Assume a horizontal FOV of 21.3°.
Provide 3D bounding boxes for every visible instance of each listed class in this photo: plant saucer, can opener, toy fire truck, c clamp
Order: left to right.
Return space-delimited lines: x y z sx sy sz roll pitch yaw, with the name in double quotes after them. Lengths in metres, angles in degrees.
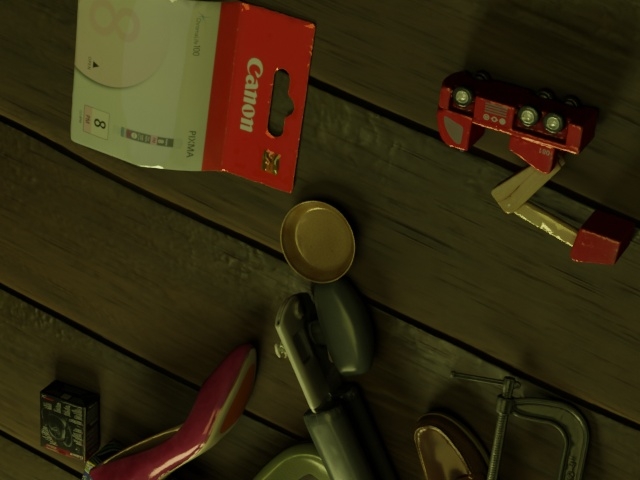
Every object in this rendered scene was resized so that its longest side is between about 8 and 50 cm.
0.000 0.000 1.675 0.083 0.015 0.083 8 107 27 "plant saucer"
0.028 0.176 1.715 0.093 0.074 0.280 -10 108 31 "can opener"
0.190 0.207 1.654 0.137 0.022 0.160 4 103 7 "c clamp"
0.191 -0.066 1.526 0.192 0.047 0.135 18 122 21 "toy fire truck"

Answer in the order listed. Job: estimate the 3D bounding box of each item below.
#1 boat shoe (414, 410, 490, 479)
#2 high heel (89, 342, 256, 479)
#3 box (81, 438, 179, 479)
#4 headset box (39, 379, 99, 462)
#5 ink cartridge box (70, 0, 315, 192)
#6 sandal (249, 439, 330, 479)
0.142 0.255 1.699 0.064 0.060 0.178 -19 103 34 "boat shoe"
-0.157 0.191 1.809 0.117 0.082 0.244 33 116 14 "high heel"
-0.185 0.295 1.901 0.169 0.054 0.059 29 124 13 "box"
-0.283 0.208 1.926 0.062 0.032 0.083 16 121 22 "headset box"
-0.131 -0.153 1.656 0.232 0.066 0.189 22 122 23 "ink cartridge box"
-0.080 0.336 1.800 0.120 0.086 0.303 33 110 -7 "sandal"
